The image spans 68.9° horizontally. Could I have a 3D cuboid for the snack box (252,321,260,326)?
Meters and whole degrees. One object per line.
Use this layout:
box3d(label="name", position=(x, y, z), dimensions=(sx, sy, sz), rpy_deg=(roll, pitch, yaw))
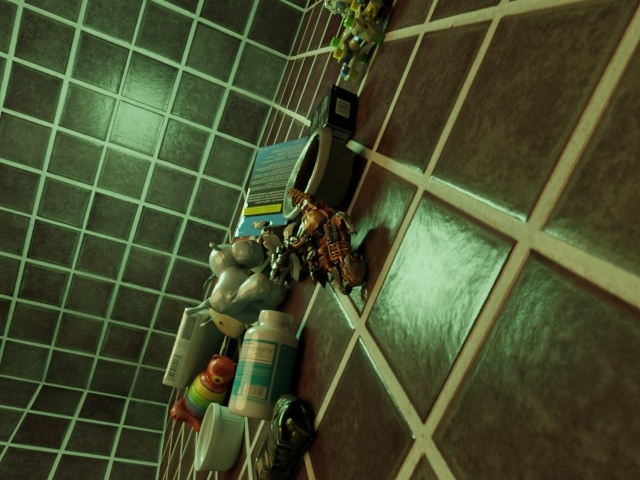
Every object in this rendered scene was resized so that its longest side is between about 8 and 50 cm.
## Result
box3d(label="snack box", position=(-0.200, 0.236, 1.639), dimensions=(0.100, 0.037, 0.141), rpy_deg=(169, 117, -69))

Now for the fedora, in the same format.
box3d(label="fedora", position=(0.006, -0.168, 1.259), dimensions=(0.244, 0.124, 0.275), rpy_deg=(-91, 25, -45))

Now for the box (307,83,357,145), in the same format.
box3d(label="box", position=(0.033, -0.349, 1.400), dimensions=(0.158, 0.093, 0.156), rpy_deg=(137, 145, -56))

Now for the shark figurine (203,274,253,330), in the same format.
box3d(label="shark figurine", position=(-0.284, 0.185, 1.708), dimensions=(0.116, 0.278, 0.166), rpy_deg=(-3, 41, 52))

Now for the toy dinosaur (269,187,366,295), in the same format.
box3d(label="toy dinosaur", position=(0.000, 0.000, 1.078), dimensions=(0.218, 0.164, 0.322), rpy_deg=(-56, 26, 32))

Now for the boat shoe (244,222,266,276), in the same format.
box3d(label="boat shoe", position=(-0.198, 0.009, 1.749), dimensions=(0.342, 0.123, 0.123), rpy_deg=(-50, -10, 9))

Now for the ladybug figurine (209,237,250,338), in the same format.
box3d(label="ladybug figurine", position=(-0.346, 0.173, 1.931), dimensions=(0.305, 0.161, 0.450), rpy_deg=(142, 142, -61))

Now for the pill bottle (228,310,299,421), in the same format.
box3d(label="pill bottle", position=(-0.137, 0.319, 1.199), dimensions=(0.146, 0.146, 0.264), rpy_deg=(144, 141, -62))

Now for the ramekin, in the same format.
box3d(label="ramekin", position=(-0.325, 0.644, 1.516), dimensions=(0.207, 0.109, 0.207), rpy_deg=(-163, 90, -73))

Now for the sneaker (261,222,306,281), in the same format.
box3d(label="sneaker", position=(-0.097, 0.030, 1.316), dimensions=(0.272, 0.107, 0.100), rpy_deg=(80, -161, -60))

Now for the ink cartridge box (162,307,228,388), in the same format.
box3d(label="ink cartridge box", position=(-0.509, 0.449, 2.012), dimensions=(0.385, 0.091, 0.308), rpy_deg=(43, -119, -78))

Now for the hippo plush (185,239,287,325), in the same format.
box3d(label="hippo plush", position=(-0.268, 0.130, 1.521), dimensions=(0.234, 0.294, 0.237), rpy_deg=(68, -177, -59))

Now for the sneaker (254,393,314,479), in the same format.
box3d(label="sneaker", position=(-0.079, 0.449, 0.996), dimensions=(0.130, 0.087, 0.228), rpy_deg=(138, 151, -69))

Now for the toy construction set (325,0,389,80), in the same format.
box3d(label="toy construction set", position=(0.111, -0.664, 1.403), dimensions=(0.215, 0.151, 0.328), rpy_deg=(130, 141, -51))

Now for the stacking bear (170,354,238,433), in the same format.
box3d(label="stacking bear", position=(-0.435, 0.582, 1.840), dimensions=(0.289, 0.175, 0.164), rpy_deg=(-58, 4, 15))

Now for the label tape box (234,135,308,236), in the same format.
box3d(label="label tape box", position=(-0.128, -0.153, 1.525), dimensions=(0.240, 0.105, 0.334), rpy_deg=(-2, 69, 42))

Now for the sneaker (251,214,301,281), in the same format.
box3d(label="sneaker", position=(-0.158, -0.025, 1.621), dimensions=(0.126, 0.127, 0.321), rpy_deg=(-163, 92, -74))
